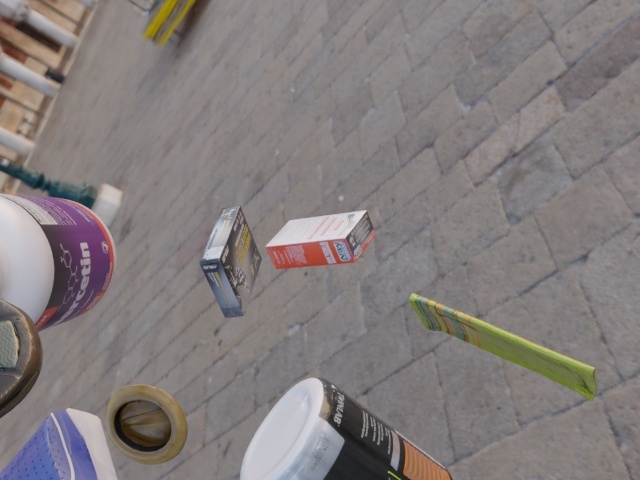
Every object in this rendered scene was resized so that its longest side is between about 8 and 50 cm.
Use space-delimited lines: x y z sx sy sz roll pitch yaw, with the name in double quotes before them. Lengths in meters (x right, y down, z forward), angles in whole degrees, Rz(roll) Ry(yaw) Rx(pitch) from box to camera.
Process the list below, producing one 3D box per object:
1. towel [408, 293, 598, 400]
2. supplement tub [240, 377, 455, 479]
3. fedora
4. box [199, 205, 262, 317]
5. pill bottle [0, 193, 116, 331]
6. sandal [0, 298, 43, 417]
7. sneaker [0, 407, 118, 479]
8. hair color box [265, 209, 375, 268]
"towel" 0.223 0.130 0.797 0.237 0.102 0.021 22 76 33
"supplement tub" 0.061 0.353 0.893 0.193 0.316 0.193 -47 13 14
"fedora" -0.360 0.380 1.358 0.194 0.194 0.079 -52 -6 17
"box" -0.221 0.051 1.608 0.056 0.183 0.231 -9 34 15
"pill bottle" -0.388 0.033 0.791 0.182 0.181 0.323 -60 0 2
"sandal" -0.234 0.104 0.346 0.219 0.060 0.090 -36 57 7
"sneaker" -0.279 0.263 0.429 0.316 0.182 0.127 -56 42 8
"hair color box" 0.000 0.000 1.106 0.167 0.053 0.093 -7 28 35
